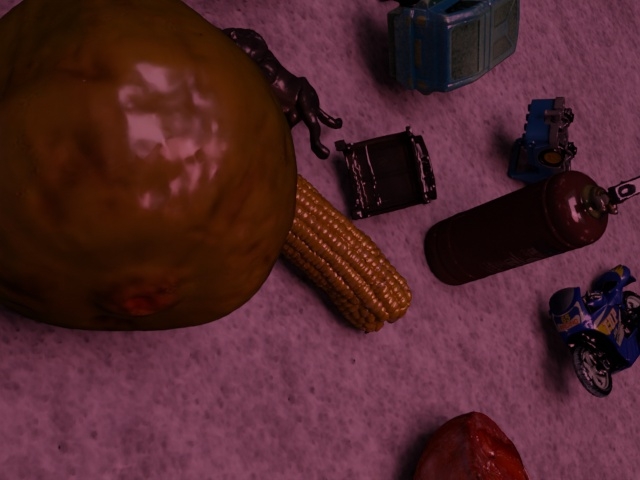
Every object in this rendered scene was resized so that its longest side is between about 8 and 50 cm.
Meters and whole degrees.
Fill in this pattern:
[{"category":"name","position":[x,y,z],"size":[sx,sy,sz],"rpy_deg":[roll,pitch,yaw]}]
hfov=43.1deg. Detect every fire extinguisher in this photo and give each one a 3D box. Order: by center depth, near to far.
[{"category":"fire extinguisher","position":[0.303,-0.030,1.090],"size":[0.138,0.344,0.102],"rpy_deg":[-18,86,-40]}]

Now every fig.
[{"category":"fig","position":[-0.190,-0.084,0.768],"size":[0.343,0.343,0.343],"rpy_deg":[13,67,-33]}]

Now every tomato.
[{"category":"tomato","position":[0.192,0.339,1.013],"size":[0.200,0.139,0.233],"rpy_deg":[50,17,-21]}]

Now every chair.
[{"category":"chair","position":[0.099,-0.092,1.125],"size":[0.229,0.113,0.106],"rpy_deg":[-16,94,-81]}]

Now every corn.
[{"category":"corn","position":[0.000,0.000,1.016],"size":[0.292,0.101,0.101],"rpy_deg":[45,53,-12]}]

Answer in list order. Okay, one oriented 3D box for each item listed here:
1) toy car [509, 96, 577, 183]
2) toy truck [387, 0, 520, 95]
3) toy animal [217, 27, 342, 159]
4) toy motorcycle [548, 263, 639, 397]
[{"category":"toy car","position":[0.363,-0.148,1.330],"size":[0.191,0.100,0.097],"rpy_deg":[61,40,-49]},{"category":"toy truck","position":[0.208,-0.329,1.217],"size":[0.279,0.156,0.155],"rpy_deg":[-38,135,-38]},{"category":"toy animal","position":[-0.062,-0.189,1.041],"size":[0.232,0.084,0.148],"rpy_deg":[28,58,-23]},{"category":"toy motorcycle","position":[0.458,0.128,1.309],"size":[0.315,0.113,0.169],"rpy_deg":[-26,82,-49]}]
